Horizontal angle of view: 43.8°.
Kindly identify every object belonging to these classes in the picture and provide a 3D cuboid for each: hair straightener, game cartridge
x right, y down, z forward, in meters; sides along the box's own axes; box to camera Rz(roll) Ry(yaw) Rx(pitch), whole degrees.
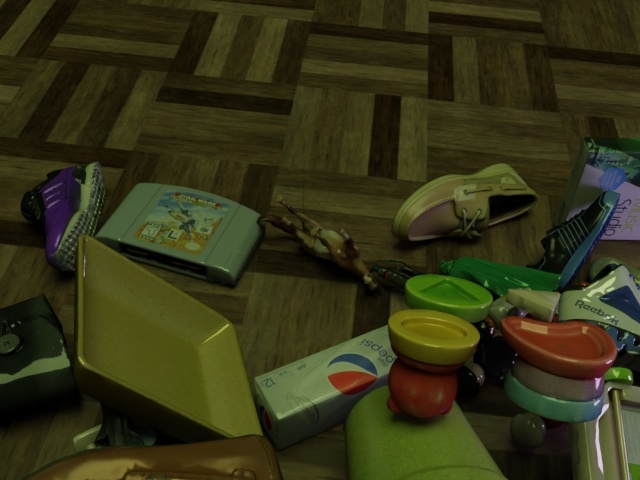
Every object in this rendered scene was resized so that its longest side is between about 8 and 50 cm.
[{"bbox_3d":[0.193,0.089,1.513,0.231,0.047,0.089,21,22,28],"label":"hair straightener"},{"bbox_3d":[-0.272,-0.023,1.589,0.297,0.062,0.198,14,49,11],"label":"game cartridge"}]

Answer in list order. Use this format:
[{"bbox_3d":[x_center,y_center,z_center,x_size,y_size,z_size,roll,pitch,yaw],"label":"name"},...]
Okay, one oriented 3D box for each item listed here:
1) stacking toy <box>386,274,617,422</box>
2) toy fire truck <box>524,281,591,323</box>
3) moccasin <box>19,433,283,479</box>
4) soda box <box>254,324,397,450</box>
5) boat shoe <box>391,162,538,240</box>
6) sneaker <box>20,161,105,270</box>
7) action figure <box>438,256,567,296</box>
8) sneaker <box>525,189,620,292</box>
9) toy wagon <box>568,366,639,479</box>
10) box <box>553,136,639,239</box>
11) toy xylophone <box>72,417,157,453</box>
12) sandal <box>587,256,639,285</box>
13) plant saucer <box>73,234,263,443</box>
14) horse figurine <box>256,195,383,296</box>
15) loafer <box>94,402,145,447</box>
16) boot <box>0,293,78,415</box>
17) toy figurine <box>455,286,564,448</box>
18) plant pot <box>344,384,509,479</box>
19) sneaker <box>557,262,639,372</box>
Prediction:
[{"bbox_3d":[0.239,0.163,1.135,0.309,0.130,0.279,8,17,1],"label":"stacking toy"},{"bbox_3d":[0.441,0.140,1.477,0.192,0.047,0.135,1,44,-2],"label":"toy fire truck"},{"bbox_3d":[-0.233,0.355,1.032,0.380,0.139,0.147,0,34,-17],"label":"moccasin"},{"bbox_3d":[0.036,0.235,1.312,0.286,0.098,0.091,-18,48,-22],"label":"soda box"},{"bbox_3d":[0.300,-0.067,1.628,0.341,0.121,0.110,-22,49,-26],"label":"boat shoe"},{"bbox_3d":[-0.521,-0.044,1.565,0.146,0.102,0.293,-1,39,0],"label":"sneaker"},{"bbox_3d":[0.326,0.076,1.495,0.232,0.063,0.137,18,35,34],"label":"action figure"},{"bbox_3d":[0.494,-0.012,1.557,0.090,0.081,0.232,32,83,24],"label":"sneaker"},{"bbox_3d":[0.532,0.346,1.205,0.345,0.068,0.267,14,61,-20],"label":"toy wagon"},{"bbox_3d":[0.660,-0.099,1.610,0.322,0.232,0.058,0,44,-4],"label":"box"},{"bbox_3d":[-0.265,0.403,1.124,0.236,0.081,0.323,-30,53,-30],"label":"toy xylophone"},{"bbox_3d":[0.656,0.105,1.501,0.303,0.086,0.120,25,48,20],"label":"sandal"},{"bbox_3d":[-0.256,0.177,1.231,0.333,0.081,0.332,36,15,-31],"label":"plant saucer"},{"bbox_3d":[0.000,0.000,1.533,0.263,0.174,0.066,26,77,38],"label":"horse figurine"},{"bbox_3d":[-0.299,0.277,1.151,0.061,0.062,0.170,-23,49,-20],"label":"loafer"},{"bbox_3d":[-0.585,0.279,1.200,0.445,0.146,0.367,-13,48,-23],"label":"boot"},{"bbox_3d":[0.323,0.204,1.287,0.148,0.209,0.213,-30,53,-23],"label":"toy figurine"},{"bbox_3d":[0.143,0.344,1.115,0.276,0.276,0.254,-3,32,-8],"label":"plant pot"},{"bbox_3d":[0.548,0.135,1.380,0.316,0.127,0.182,13,60,-5],"label":"sneaker"}]
